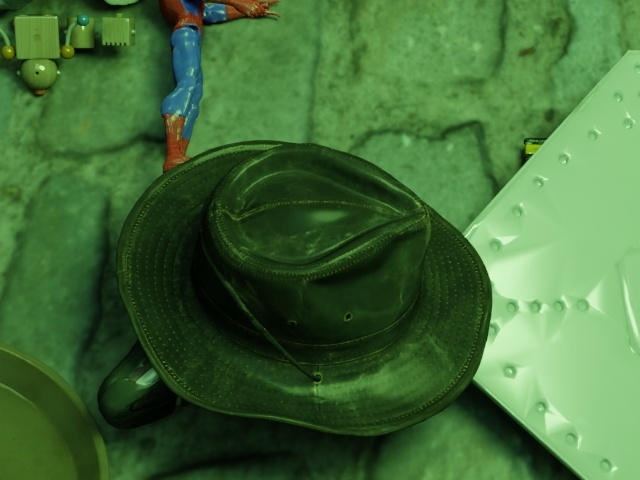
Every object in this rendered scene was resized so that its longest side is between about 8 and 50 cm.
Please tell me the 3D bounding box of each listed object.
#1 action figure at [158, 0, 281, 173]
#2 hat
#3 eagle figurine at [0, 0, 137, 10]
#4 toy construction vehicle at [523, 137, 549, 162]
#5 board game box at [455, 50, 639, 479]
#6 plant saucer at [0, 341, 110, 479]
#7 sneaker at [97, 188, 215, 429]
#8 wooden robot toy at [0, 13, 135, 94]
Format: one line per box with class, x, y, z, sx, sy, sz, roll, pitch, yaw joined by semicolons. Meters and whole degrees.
action figure;-0.097;-0.185;1.175;0.139;0.091;0.281;-6;68;-6
hat;0.000;0.000;0.982;0.331;0.134;0.331;8;51;-10
eagle figurine;-0.320;-0.339;1.162;0.298;0.226;0.225;-2;99;14
toy construction vehicle;0.258;-0.062;1.216;0.098;0.035;0.086;0;64;-2
board game box;0.334;0.067;1.133;0.390;0.050;0.390;42;69;6
plant saucer;-0.310;0.194;0.947;0.277;0.041;0.278;13;46;-13
sneaker;-0.125;0.038;1.067;0.162;0.106;0.281;44;55;14
wooden robot toy;-0.270;-0.185;1.170;0.173;0.076;0.079;-2;101;-12
